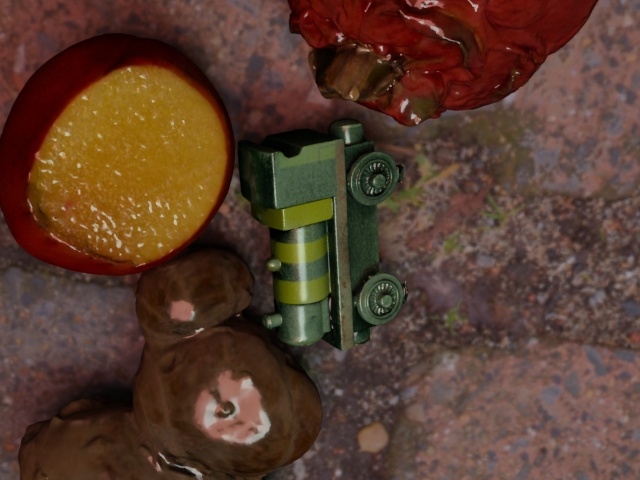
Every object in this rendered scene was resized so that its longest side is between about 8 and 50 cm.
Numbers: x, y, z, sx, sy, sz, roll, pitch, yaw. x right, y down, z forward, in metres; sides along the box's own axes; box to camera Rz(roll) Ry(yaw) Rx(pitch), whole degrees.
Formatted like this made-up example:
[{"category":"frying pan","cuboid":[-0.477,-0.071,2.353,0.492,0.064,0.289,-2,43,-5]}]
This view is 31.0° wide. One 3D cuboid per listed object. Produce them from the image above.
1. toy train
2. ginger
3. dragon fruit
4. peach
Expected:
[{"category":"toy train","cuboid":[0.000,0.000,0.972,0.132,0.083,0.200,-13,108,-28]},{"category":"ginger","cuboid":[-0.116,0.161,1.028,0.245,0.155,0.304,31,99,-2]},{"category":"dragon fruit","cuboid":[0.082,-0.182,0.898,0.317,0.152,0.205,10,110,-2]},{"category":"peach","cuboid":[-0.163,-0.066,0.919,0.190,0.192,0.190,1,121,2]}]
